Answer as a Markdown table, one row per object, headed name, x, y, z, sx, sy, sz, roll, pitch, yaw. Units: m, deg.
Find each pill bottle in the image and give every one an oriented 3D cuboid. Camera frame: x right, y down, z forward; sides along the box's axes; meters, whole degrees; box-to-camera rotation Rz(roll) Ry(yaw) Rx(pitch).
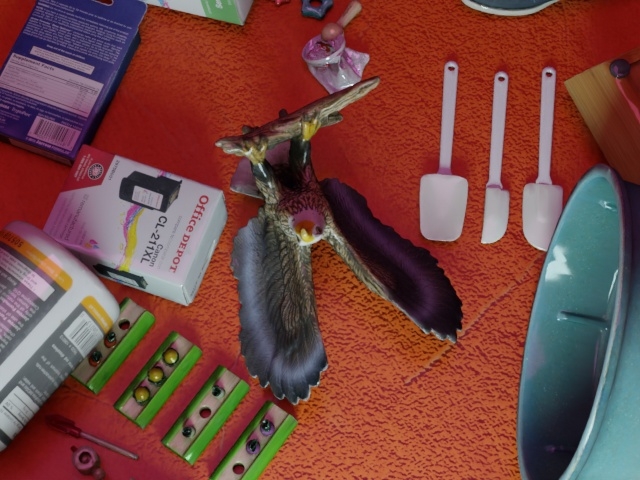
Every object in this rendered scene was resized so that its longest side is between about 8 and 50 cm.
| name | x | y | z | sx | sy | sz | roll | pitch | yaw |
| --- | --- | --- | --- | --- | --- | --- | --- | --- | --- |
| pill bottle | -0.357 | 0.127 | 1.395 | 0.162 | 0.162 | 0.278 | 37 | 74 | 13 |

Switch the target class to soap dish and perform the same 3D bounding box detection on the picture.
| name | x | y | z | sx | sy | sz | roll | pitch | yaw |
| --- | --- | --- | --- | --- | --- | --- | --- | --- | --- |
| soap dish | 0.449 | -0.118 | 1.510 | 0.229 | 0.118 | 0.291 | -23 | 72 | -8 |

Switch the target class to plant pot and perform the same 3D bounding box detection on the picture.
| name | x | y | z | sx | sy | sz | roll | pitch | yaw |
| --- | --- | --- | --- | --- | --- | --- | --- | --- | --- |
| plant pot | 0.404 | 0.121 | 1.323 | 0.334 | 0.341 | 0.341 | 11 | 69 | -4 |

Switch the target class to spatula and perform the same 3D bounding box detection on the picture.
| name | x | y | z | sx | sy | sz | roll | pitch | yaw |
| --- | --- | --- | --- | --- | --- | --- | --- | --- | --- |
| spatula | 0.205 | -0.106 | 1.559 | 0.168 | 0.019 | 0.242 | 4 | 69 | 3 |

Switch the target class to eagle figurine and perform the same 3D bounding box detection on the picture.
| name | x | y | z | sx | sy | sz | roll | pitch | yaw |
| --- | --- | --- | --- | --- | --- | --- | --- | --- | --- |
| eagle figurine | -0.003 | 0.003 | 1.455 | 0.226 | 0.225 | 0.298 | -15 | 101 | 36 |

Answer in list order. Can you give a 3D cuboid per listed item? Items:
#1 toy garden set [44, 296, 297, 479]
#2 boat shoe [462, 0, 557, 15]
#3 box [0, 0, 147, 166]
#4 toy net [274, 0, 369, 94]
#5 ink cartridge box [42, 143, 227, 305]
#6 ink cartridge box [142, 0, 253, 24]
| name | x | y | z | sx | sy | sz | roll | pitch | yaw |
| --- | --- | --- | --- | --- | --- | --- | --- | --- | --- |
| toy garden set | -0.182 | 0.203 | 1.426 | 0.244 | 0.049 | 0.204 | 34 | 73 | 12 |
| boat shoe | 0.296 | -0.334 | 1.614 | 0.254 | 0.079 | 0.095 | -3 | 69 | -1 |
| box | -0.309 | -0.208 | 1.590 | 0.136 | 0.036 | 0.225 | 20 | 72 | 7 |
| toy net | -0.006 | -0.284 | 1.614 | 0.122 | 0.045 | 0.232 | -7 | 69 | -3 |
| ink cartridge box | -0.209 | -0.018 | 1.498 | 0.175 | 0.072 | 0.127 | 18 | 70 | 7 |
| ink cartridge box | -0.173 | -0.369 | 1.612 | 0.212 | 0.093 | 0.154 | 15 | 69 | 15 |
